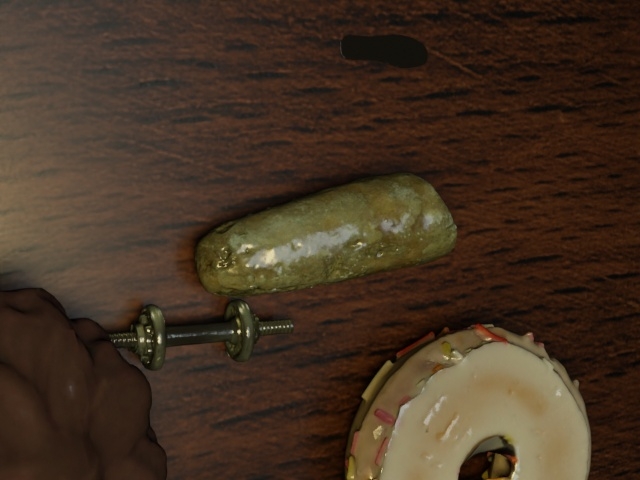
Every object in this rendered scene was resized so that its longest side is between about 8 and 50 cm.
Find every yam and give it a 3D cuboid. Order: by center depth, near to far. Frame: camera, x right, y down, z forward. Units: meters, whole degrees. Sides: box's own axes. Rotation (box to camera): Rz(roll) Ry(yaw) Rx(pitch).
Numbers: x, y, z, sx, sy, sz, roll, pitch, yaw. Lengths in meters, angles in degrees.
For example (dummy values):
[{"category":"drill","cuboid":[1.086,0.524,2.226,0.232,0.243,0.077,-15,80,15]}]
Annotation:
[{"category":"yam","cuboid":[0.000,0.000,1.297,0.330,0.133,0.133,-15,100,-19]}]

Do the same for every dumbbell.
[{"category":"dumbbell","cuboid":[-0.151,0.114,1.249,0.254,0.081,0.081,-3,95,-25]}]

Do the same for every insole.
[{"category":"insole","cuboid":[0.087,-0.256,1.381,0.135,0.002,0.045,-2,93,-26]}]

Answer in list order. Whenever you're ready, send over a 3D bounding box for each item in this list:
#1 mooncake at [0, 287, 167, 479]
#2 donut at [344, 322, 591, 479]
[{"category":"mooncake","cuboid":[-0.327,0.230,1.026,0.381,0.212,0.350,-46,118,-53]},{"category":"donut","cuboid":[0.194,0.296,1.393,0.382,0.142,0.383,-2,94,-26]}]
